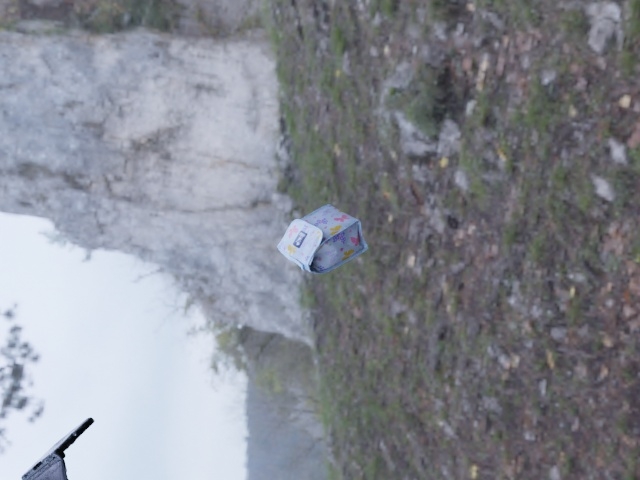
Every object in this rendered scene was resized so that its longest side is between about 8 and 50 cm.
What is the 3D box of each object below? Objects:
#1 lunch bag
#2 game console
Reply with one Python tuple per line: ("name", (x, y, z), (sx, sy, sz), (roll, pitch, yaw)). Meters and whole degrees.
("lunch bag", (0.000, 0.000, 1.032), (0.071, 0.083, 0.053), (33, 148, 54))
("game console", (-0.330, 0.301, 1.151), (0.122, 0.071, 0.107), (-38, 5, 42))
